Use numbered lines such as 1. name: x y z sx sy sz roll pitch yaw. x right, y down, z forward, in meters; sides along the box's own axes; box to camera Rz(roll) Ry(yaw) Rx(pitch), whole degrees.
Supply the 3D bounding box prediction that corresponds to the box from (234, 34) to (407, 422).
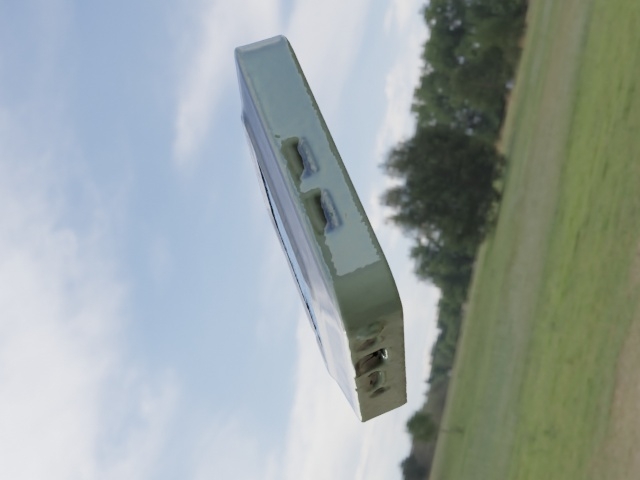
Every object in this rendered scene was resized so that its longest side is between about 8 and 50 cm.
1. box: 0.000 0.000 1.157 0.367 0.090 0.373 76 173 -62
